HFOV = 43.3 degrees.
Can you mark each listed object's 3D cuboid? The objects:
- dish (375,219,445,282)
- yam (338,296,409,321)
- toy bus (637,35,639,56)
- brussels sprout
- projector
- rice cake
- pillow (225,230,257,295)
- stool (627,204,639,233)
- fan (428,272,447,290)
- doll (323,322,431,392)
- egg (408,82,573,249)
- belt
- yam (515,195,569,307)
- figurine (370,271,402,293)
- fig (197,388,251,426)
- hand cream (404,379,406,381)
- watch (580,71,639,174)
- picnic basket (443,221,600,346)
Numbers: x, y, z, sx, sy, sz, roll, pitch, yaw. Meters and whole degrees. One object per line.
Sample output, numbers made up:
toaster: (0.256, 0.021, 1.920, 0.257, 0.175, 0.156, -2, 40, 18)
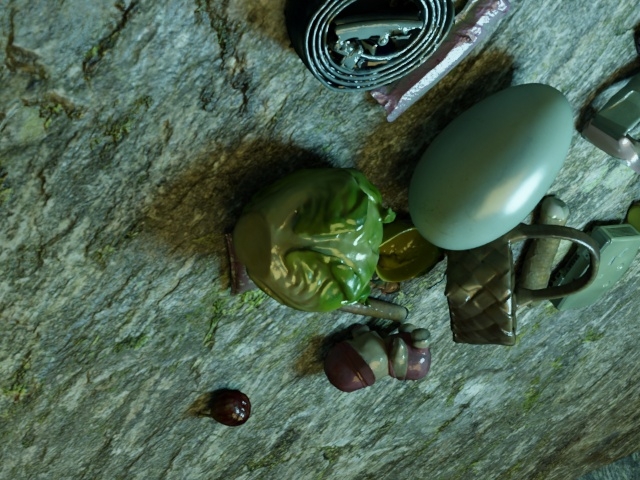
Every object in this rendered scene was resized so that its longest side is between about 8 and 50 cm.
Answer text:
dish: (0.172, 0.010, 1.716, 0.208, 0.080, 0.148, 8, 123, -39)
yam: (0.110, 0.153, 1.857, 0.264, 0.046, 0.046, 16, 121, -44)
toy bus: (0.748, -0.417, 1.645, 0.199, 0.096, 0.108, -32, 147, -6)
brussels sprout: (-0.001, -0.002, 1.444, 0.295, 0.227, 0.259, -7, 105, -31)
projector: (0.743, 0.067, 2.179, 0.194, 0.088, 0.269, -4, 135, -34)
rice cake: (0.206, -0.324, 1.394, 0.290, 0.051, 0.081, -42, 142, 11)
pillow: (-0.125, 0.035, 1.560, 0.118, 0.043, 0.185, -18, 140, -16)
stool: (0.889, -0.059, 2.127, 0.111, 0.135, 0.134, -21, -174, -20)
fan: (0.318, 0.087, 1.965, 0.133, 0.005, 0.085, -32, 143, -2)
doll: (0.133, 0.274, 1.919, 0.256, 0.152, 0.196, -13, 149, -7)
egg: (0.324, -0.142, 1.534, 0.371, 0.230, 0.230, -48, 141, 10)
belt: (0.082, -0.338, 1.236, 0.268, 0.116, 0.206, -20, 136, -13)
yam: (0.552, 0.036, 2.017, 0.081, 0.081, 0.356, -19, 141, -17)
figurine: (0.139, 0.091, 1.808, 0.060, 0.047, 0.106, -26, 145, 27)
fig: (-0.225, 0.395, 1.869, 0.125, 0.088, 0.089, -22, 150, 28)
hand cream: (0.244, 0.330, 2.157, 0.062, 0.039, 0.163, -41, 147, -16)
watch: (0.725, -0.270, 1.752, 0.253, 0.161, 0.241, 15, 116, -46)
picnic basket: (0.427, 0.056, 1.704, 0.337, 0.337, 0.293, -29, 143, -5)
